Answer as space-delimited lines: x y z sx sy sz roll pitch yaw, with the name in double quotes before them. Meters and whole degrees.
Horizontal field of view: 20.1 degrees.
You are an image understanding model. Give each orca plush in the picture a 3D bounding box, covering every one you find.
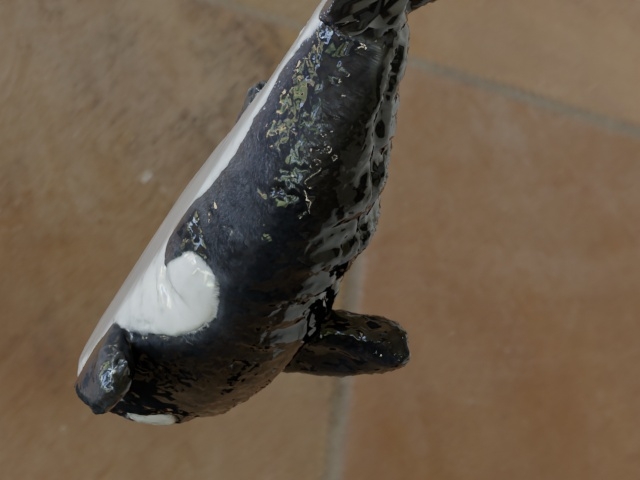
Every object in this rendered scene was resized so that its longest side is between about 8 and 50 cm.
"orca plush" 0.000 0.000 0.677 0.102 0.287 0.151 31 36 -7
